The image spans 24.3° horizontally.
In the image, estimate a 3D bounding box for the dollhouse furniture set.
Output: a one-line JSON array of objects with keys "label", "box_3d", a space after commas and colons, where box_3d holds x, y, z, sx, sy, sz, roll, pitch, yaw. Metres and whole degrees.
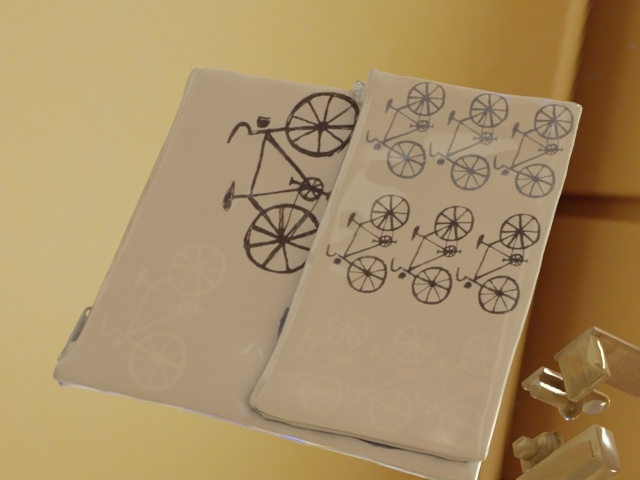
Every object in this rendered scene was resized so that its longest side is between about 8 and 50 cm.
[{"label": "dollhouse furniture set", "box_3d": [0.283, 0.203, 1.498, 0.144, 0.123, 0.151, -44, -144, 33]}]

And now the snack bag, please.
[{"label": "snack bag", "box_3d": [0.000, 0.000, 1.135, 0.342, 0.037, 0.323, 11, -118, 18]}]
